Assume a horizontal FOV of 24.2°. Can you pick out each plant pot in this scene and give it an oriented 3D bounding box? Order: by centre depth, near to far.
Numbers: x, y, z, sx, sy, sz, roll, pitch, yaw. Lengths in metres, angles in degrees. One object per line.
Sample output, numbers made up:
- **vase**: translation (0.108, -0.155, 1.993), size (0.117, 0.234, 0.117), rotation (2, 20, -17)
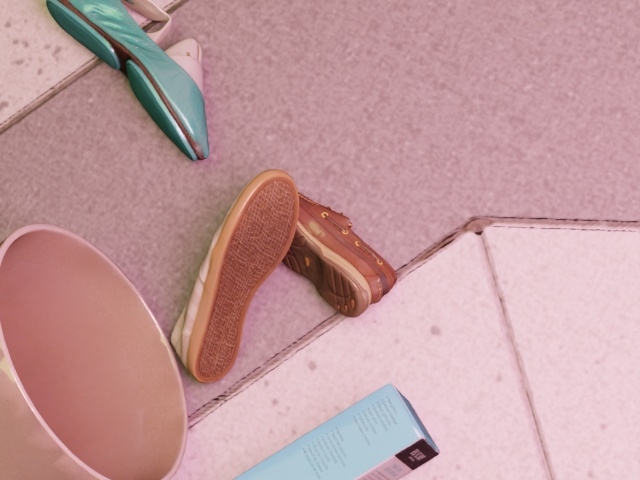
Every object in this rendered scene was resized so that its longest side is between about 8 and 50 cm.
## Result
- **plant pot**: translation (-0.306, 0.161, 1.351), size (0.274, 0.256, 0.256), rotation (-29, 69, 21)

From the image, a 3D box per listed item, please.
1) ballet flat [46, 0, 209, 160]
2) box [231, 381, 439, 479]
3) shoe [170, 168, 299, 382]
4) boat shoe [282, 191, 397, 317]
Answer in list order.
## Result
- **ballet flat**: translation (-0.170, -0.187, 1.489), size (0.087, 0.083, 0.247), rotation (-39, 71, -15)
- **box**: translation (-0.018, 0.221, 1.325), size (0.244, 0.100, 0.060), rotation (-32, 69, 2)
- **shoe**: translation (-0.086, 0.026, 1.384), size (0.058, 0.077, 0.219), rotation (41, 115, 44)
- **boat shoe**: translation (0.000, 0.000, 1.411), size (0.060, 0.064, 0.178), rotation (-28, 57, -31)
